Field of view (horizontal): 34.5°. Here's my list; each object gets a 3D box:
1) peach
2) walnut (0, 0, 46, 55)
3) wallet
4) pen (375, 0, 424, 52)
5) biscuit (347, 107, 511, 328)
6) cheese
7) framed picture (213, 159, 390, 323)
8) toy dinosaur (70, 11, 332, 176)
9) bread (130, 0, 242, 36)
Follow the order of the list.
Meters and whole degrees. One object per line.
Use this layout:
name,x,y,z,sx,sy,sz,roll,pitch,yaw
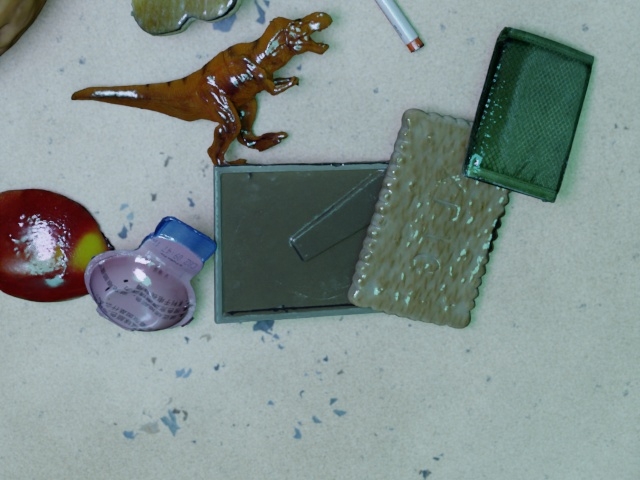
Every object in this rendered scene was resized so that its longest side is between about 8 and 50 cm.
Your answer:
peach,-0.474,0.011,1.644,0.279,0.068,0.189,6,101,1
walnut,-0.567,-0.403,1.441,0.398,0.308,0.354,-30,132,9
wallet,0.311,-0.187,1.550,0.160,0.055,0.236,16,89,-11
pen,0.085,-0.378,1.557,0.026,0.026,0.218,-35,98,9
biscuit,0.180,-0.030,1.597,0.217,0.044,0.325,13,100,-15
cheese,-0.263,0.061,1.598,0.189,0.074,0.286,29,132,-17
framed picture,0.000,0.000,1.591,0.335,0.022,0.247,-3,103,-16
toy dinosaur,-0.160,-0.200,1.569,0.432,0.097,0.208,-20,105,12
bread,-0.174,-0.431,1.492,0.207,0.056,0.286,13,101,14
